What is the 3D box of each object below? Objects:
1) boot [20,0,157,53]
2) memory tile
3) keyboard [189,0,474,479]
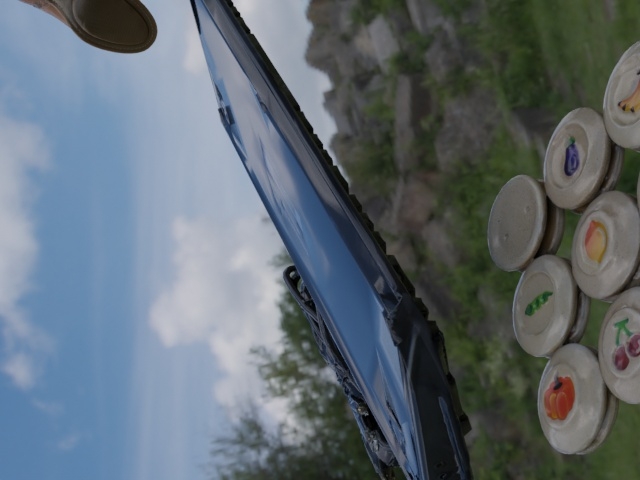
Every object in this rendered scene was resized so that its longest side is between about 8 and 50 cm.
[{"bbox_3d":[-0.273,-0.278,1.187,0.197,0.073,0.152,25,-167,-16],"label":"boot"},{"bbox_3d":[0.102,-0.008,0.338,0.148,0.012,0.113,124,148,-47],"label":"memory tile"},{"bbox_3d":[0.000,0.000,0.535,0.317,0.033,0.201,-118,12,-46],"label":"keyboard"}]
